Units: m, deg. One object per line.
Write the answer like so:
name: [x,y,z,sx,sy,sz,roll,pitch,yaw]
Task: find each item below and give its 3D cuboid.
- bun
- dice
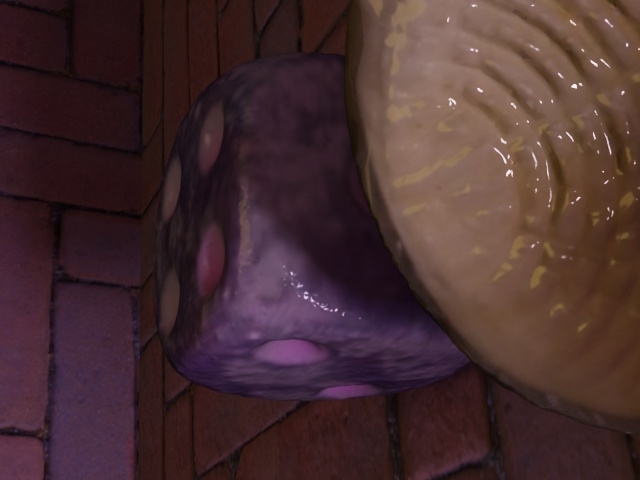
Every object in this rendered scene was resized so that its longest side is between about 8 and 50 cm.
bun: [0.198,-0.079,0.576,0.202,0.364,0.364,-38,-30,-63]
dice: [0.000,0.000,0.967,0.271,0.270,0.270,141,132,-57]
